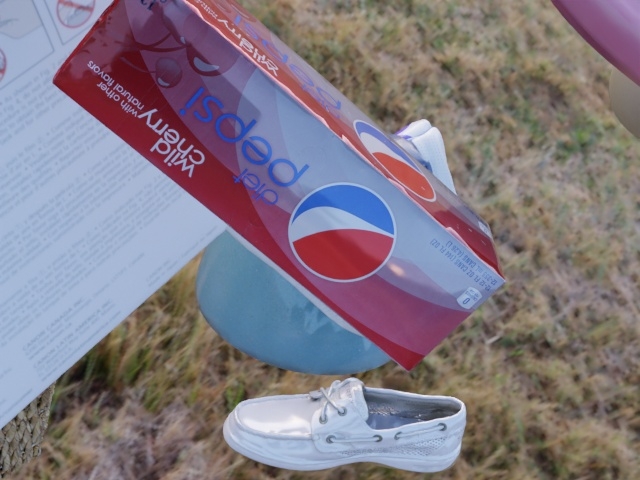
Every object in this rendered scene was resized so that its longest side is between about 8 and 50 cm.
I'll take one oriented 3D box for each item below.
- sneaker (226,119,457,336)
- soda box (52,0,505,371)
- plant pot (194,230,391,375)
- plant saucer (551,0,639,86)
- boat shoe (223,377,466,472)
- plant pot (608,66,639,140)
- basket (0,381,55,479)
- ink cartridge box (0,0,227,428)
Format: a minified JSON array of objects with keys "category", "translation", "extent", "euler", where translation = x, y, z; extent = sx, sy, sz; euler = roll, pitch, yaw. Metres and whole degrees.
[{"category":"sneaker","translation":[0.020,-0.076,1.196],"extent":[0.323,0.130,0.236],"euler":[46,59,-16]},{"category":"soda box","translation":[-0.018,-0.046,0.635],"extent":[0.263,0.083,0.092],"euler":[39,19,-13]},{"category":"plant pot","translation":[0.000,0.000,1.387],"extent":[0.290,0.195,0.290],"euler":[10,33,-7]},{"category":"plant saucer","translation":[0.200,-0.175,0.473],"extent":[0.332,0.084,0.332],"euler":[5,73,-15]},{"category":"boat shoe","translation":[0.030,0.197,1.252],"extent":[0.277,0.096,0.098],"euler":[3,35,-11]},{"category":"plant pot","translation":[0.446,-0.187,1.256],"extent":[0.256,0.274,0.257],"euler":[0,93,-10]},{"category":"basket","translation":[-0.433,0.168,1.169],"extent":[0.213,0.299,0.223],"euler":[45,55,11]},{"category":"ink cartridge box","translation":[-0.233,-0.058,0.722],"extent":[0.091,0.385,0.308],"euler":[30,60,34]}]
